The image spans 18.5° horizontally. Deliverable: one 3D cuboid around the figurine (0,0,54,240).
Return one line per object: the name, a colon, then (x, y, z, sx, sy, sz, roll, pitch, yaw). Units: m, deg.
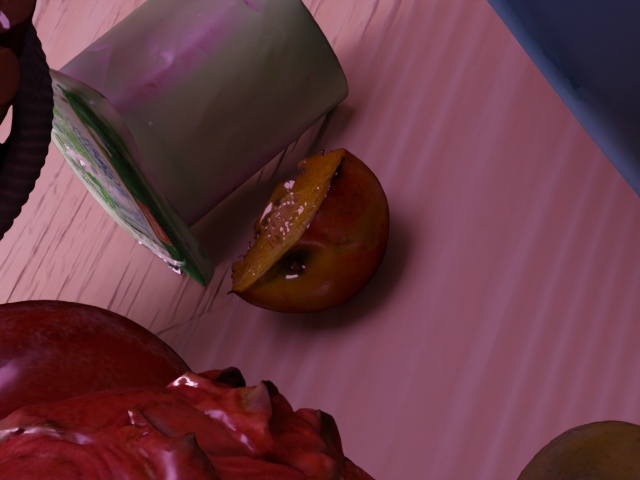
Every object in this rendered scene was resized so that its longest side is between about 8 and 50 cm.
figurine: (-0.267, 0.005, 1.042, 0.382, 0.186, 0.261, -57, 9, 44)

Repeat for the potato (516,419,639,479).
potato: (0.105, 0.152, 0.737, 0.105, 0.085, 0.188, -8, 52, 42)

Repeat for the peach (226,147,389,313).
peach: (0.000, 0.001, 1.017, 0.098, 0.061, 0.098, -47, 14, 15)

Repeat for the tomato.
tomato: (-0.149, 0.110, 0.971, 0.187, 0.151, 0.187, -29, 39, 27)

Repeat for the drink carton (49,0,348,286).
drink carton: (-0.074, -0.084, 1.118, 0.142, 0.146, 0.144, -42, 35, -14)

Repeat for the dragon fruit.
dragon fruit: (-0.059, 0.172, 0.753, 0.241, 0.241, 0.252, 5, 83, 47)

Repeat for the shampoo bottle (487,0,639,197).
shampoo bottle: (0.199, -0.220, 0.821, 0.342, 0.331, 0.331, -36, 35, 10)
